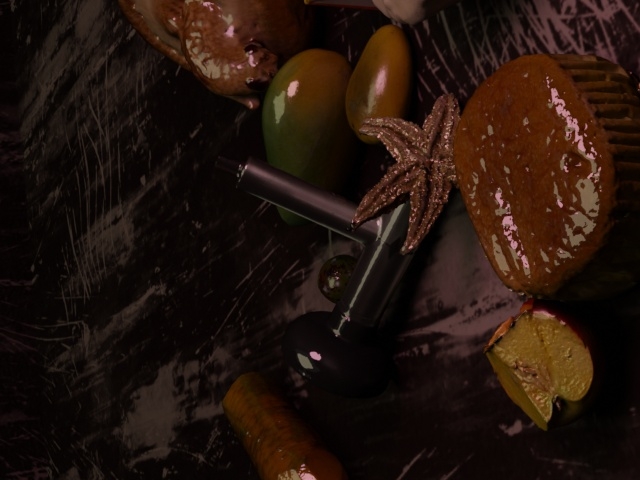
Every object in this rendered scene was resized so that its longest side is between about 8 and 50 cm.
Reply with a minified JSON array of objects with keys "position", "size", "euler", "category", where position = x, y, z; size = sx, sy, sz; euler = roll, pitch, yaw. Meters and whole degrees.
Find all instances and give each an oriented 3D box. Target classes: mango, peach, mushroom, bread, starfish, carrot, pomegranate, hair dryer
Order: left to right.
[{"position":[-0.161,-0.354,1.989],"size":[0.345,0.345,0.260],"euler":[-47,11,53],"category":"mushroom"},{"position":[-0.055,0.308,2.038],"size":[0.302,0.114,0.114],"euler":[-135,51,-57],"category":"carrot"},{"position":[-0.008,-0.141,1.904],"size":[0.114,0.156,0.251],"euler":[15,117,37],"category":"mango"},{"position":[-0.001,0.009,1.808],"size":[0.284,0.155,0.320],"euler":[22,112,17],"category":"hair dryer"},{"position":[0.035,0.053,1.905],"size":[0.084,0.073,0.073],"euler":[-17,75,56],"category":"pomegranate"},{"position":[0.080,-0.206,1.815],"size":[0.103,0.076,0.161],"euler":[14,94,63],"category":"mango"},{"position":[0.133,-0.083,1.661],"size":[0.240,0.043,0.227],"euler":[21,72,36],"category":"starfish"},{"position":[0.241,0.128,1.463],"size":[0.151,0.118,0.151],"euler":[11,109,36],"category":"peach"},{"position":[0.246,-0.062,1.422],"size":[0.227,0.142,0.253],"euler":[-43,51,46],"category":"bread"}]

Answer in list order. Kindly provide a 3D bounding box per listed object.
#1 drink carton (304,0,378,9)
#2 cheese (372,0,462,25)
[{"position":[0.029,-0.482,1.821],"size":[0.111,0.154,0.351],"euler":[-45,51,53],"category":"drink carton"},{"position":[0.111,-0.423,1.564],"size":[0.292,0.153,0.332],"euler":[52,154,32],"category":"cheese"}]
